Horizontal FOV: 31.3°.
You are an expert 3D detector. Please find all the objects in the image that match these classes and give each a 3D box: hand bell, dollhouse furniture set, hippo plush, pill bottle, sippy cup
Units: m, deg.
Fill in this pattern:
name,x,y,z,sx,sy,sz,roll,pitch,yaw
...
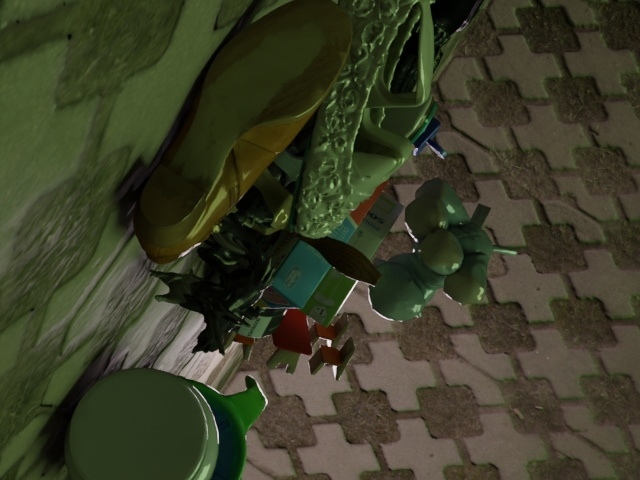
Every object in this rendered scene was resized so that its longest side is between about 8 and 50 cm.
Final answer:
name,x,y,z,sx,sy,sz,roll,pitch,yaw
hand bell,-0.022,-0.010,1.562,0.126,0.242,0.126,-55,176,-6
dollhouse furniture set,-0.068,0.137,2.314,0.135,0.262,0.259,-61,-155,31
hippo plush,0.190,0.028,2.185,0.237,0.234,0.294,-30,-174,29
pill bottle,-0.093,0.058,2.079,0.130,0.130,0.245,-52,174,-47
pill bottle,-0.243,0.289,1.577,0.204,0.204,0.361,-55,177,-17
sippy cup,-0.249,0.337,1.923,0.224,0.306,0.240,171,-75,-80

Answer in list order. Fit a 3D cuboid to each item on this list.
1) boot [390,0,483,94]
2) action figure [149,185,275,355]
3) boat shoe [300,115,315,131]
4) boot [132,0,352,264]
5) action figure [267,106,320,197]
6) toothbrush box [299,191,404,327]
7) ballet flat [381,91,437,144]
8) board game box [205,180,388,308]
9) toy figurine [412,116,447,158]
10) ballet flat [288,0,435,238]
name,x,y,z,sx,sy,sz,roll,pitch,yaw
boot,0.151,-0.345,1.801,0.260,0.131,0.348,-48,166,-13
action figure,-0.129,0.029,1.385,0.164,0.141,0.275,-56,-168,22
boat shoe,-0.068,-0.149,1.369,0.206,0.075,0.064,-38,118,-62
boot,-0.088,-0.105,1.160,0.295,0.104,0.211,-51,180,-10
action figure,0.020,-0.189,1.626,0.285,0.099,0.185,-54,-173,24
toothbrush box,0.000,0.000,2.189,0.122,0.206,0.283,-54,175,-44
ballet flat,0.046,-0.155,1.836,0.139,0.139,0.400,-55,-174,-25
board game box,-0.048,-0.006,1.787,0.242,0.064,0.316,-55,-162,-16
toy figurine,0.131,-0.196,2.124,0.191,0.217,0.362,-56,176,-3
ballet flat,0.059,-0.162,1.391,0.147,0.147,0.408,-50,156,-58
